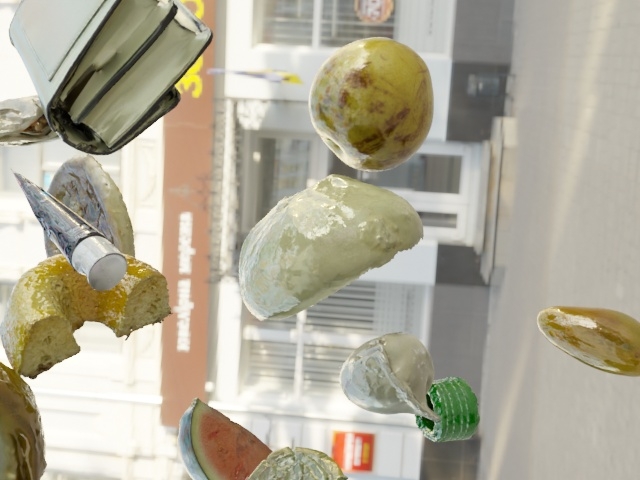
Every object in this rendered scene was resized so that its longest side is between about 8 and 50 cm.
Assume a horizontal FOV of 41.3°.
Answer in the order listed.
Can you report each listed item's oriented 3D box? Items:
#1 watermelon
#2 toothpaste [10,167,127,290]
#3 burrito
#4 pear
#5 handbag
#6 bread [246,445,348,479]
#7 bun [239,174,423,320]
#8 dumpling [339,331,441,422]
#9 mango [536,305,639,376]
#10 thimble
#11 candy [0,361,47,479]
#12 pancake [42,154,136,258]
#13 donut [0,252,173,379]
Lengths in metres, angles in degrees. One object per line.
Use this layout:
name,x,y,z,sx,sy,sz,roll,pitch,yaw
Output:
watermelon,-0.219,0.497,1.859,0.303,0.128,0.159,42,-137,-25
toothpaste,-0.272,-0.013,0.907,0.045,0.193,0.071,-43,-37,-13
burrito,-0.577,-0.170,1.352,0.117,0.392,0.076,-121,24,-55
pear,0.111,-0.290,1.795,0.281,0.280,0.281,4,-90,-85
handbag,-0.319,-0.292,1.214,0.160,0.237,0.358,38,-172,-39
bread,-0.038,0.303,0.955,0.156,0.117,0.064,-49,-47,-42
bun,0.001,-0.005,1.597,0.202,0.364,0.364,61,-172,-2
dumpling,0.121,0.225,1.325,0.142,0.172,0.247,-45,-7,-8
mango,0.572,0.197,1.751,0.138,0.253,0.113,-49,-31,-38
thimble,0.228,0.310,1.558,0.130,0.090,0.118,120,143,-61
candy,-0.430,0.235,0.926,0.118,0.259,0.260,-140,50,-65
pancake,-0.511,-0.022,1.846,0.065,0.356,0.356,-6,-77,-44
donut,-0.353,0.084,1.206,0.259,0.152,0.101,-26,-42,-43
